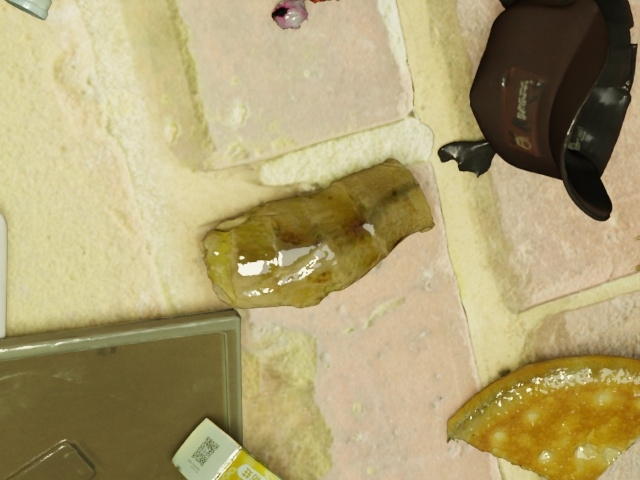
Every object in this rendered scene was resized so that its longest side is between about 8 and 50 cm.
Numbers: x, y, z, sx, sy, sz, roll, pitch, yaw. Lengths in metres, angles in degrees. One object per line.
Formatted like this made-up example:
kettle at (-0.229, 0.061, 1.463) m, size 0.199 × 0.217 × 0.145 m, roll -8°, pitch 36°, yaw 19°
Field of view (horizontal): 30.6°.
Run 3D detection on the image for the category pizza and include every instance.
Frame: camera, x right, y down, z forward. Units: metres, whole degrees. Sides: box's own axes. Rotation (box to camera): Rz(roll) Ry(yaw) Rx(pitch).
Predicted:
pizza at (0.297, 0.219, 1.398) m, size 0.292 × 0.058 × 0.197 m, roll -15°, pitch 119°, yaw 5°

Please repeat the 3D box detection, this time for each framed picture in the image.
framed picture at (-0.295, 0.249, 1.208) m, size 0.446 × 0.028 × 0.326 m, roll -6°, pitch 110°, yaw -18°

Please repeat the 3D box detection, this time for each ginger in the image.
ginger at (0.000, 0.000, 1.256) m, size 0.263 × 0.116 × 0.109 m, roll -23°, pitch 127°, yaw -20°

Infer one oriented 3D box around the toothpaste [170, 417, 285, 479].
toothpaste at (-0.028, 0.311, 1.271) m, size 0.071 × 0.089 × 0.313 m, roll -51°, pitch 123°, yaw -10°

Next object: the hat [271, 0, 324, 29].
hat at (0.042, -0.302, 1.238) m, size 0.227 × 0.129 × 0.140 m, roll -31°, pitch 66°, yaw 5°

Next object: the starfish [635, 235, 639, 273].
starfish at (0.428, 0.019, 1.457) m, size 0.092 × 0.016 × 0.086 m, roll 40°, pitch 82°, yaw -17°

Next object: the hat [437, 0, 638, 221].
hat at (0.217, -0.155, 1.240) m, size 0.209 × 0.336 × 0.238 m, roll 5°, pitch 118°, yaw 17°

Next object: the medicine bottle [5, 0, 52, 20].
medicine bottle at (-0.249, -0.312, 1.150) m, size 0.051 × 0.051 × 0.191 m, roll 28°, pitch 89°, yaw -21°

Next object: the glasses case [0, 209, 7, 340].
glasses case at (-0.353, 0.056, 1.170) m, size 0.076 × 0.049 × 0.197 m, roll 0°, pitch 100°, yaw -18°
